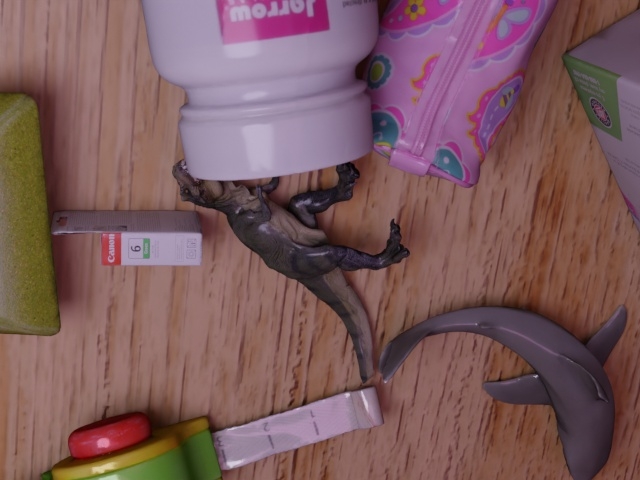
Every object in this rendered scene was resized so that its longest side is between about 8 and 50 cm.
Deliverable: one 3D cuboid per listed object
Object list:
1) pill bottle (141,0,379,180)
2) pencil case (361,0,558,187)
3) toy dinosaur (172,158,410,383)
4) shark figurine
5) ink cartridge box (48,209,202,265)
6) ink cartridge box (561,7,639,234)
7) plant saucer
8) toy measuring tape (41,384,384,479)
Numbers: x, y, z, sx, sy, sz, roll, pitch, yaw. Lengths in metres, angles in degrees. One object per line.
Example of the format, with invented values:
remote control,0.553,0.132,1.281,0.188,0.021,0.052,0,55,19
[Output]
pill bottle,-0.046,-0.192,0.683,0.160,0.160,0.283,-10,104,-9
pencil case,0.118,-0.186,0.757,0.124,0.124,0.284,19,105,-18
toy dinosaur,0.000,0.000,0.828,0.118,0.064,0.268,-35,116,18
shark figurine,0.191,0.112,0.880,0.278,0.116,0.166,29,99,-22
ink cartridge box,-0.152,-0.002,0.791,0.115,0.063,0.029,0,108,-11
ink cartridge box,0.350,-0.012,0.820,0.119,0.207,0.353,-30,113,1
plant saucer,-0.294,-0.012,0.735,0.188,0.045,0.188,2,109,8
toy measuring tape,-0.101,0.185,0.832,0.330,0.121,0.121,-14,111,-6
